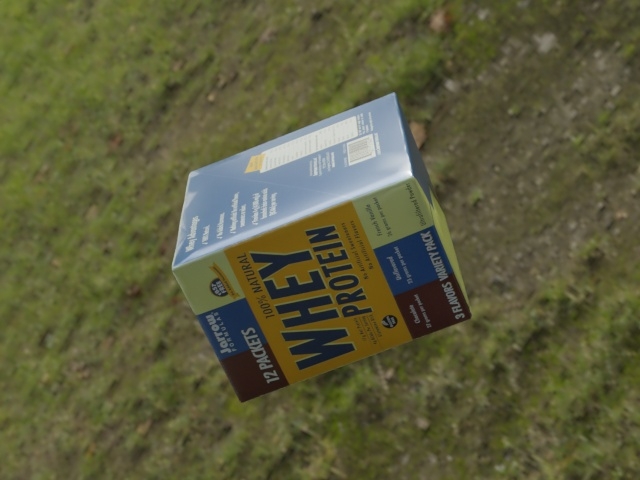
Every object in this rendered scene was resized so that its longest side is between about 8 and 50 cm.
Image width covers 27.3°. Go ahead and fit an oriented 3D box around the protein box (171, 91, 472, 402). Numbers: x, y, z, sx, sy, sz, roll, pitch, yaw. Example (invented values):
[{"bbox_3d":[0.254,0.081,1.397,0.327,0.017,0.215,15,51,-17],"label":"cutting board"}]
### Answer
[{"bbox_3d":[0.000,0.000,1.109,0.201,0.136,0.200,-21,24,8],"label":"protein box"}]
